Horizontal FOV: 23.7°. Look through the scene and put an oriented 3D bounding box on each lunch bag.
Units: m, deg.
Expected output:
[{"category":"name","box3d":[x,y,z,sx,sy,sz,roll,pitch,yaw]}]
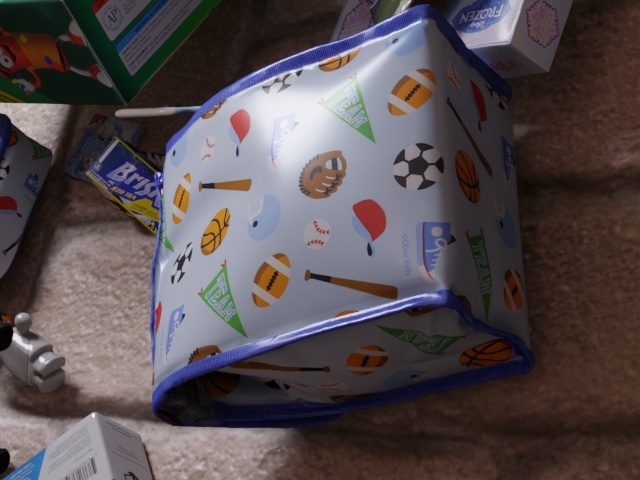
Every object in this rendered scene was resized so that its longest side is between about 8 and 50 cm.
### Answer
[{"category":"lunch bag","box3d":[-0.494,-0.038,1.996,0.303,0.115,0.243,-7,54,43]},{"category":"lunch bag","box3d":[0.000,0.000,1.522,0.385,0.239,0.328,-17,57,26]}]

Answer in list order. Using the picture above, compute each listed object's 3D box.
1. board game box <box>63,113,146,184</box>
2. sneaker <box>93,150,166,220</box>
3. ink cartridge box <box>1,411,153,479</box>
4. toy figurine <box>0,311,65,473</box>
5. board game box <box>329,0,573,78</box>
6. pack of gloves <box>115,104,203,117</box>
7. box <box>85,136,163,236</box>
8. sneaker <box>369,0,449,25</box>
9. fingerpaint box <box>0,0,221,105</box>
[{"category":"board game box","box3d":[-0.277,-0.115,1.954,0.090,0.020,0.090,15,74,41]},{"category":"sneaker","box3d":[-0.185,-0.073,1.813,0.185,0.084,0.069,-17,55,30]},{"category":"ink cartridge box","box3d":[-0.249,0.312,1.631,0.148,0.086,0.203,-36,49,16]},{"category":"toy figurine","box3d":[-0.426,0.157,1.772,0.148,0.213,0.209,31,86,30]},{"category":"board game box","box3d":[0.162,-0.315,1.653,0.318,0.066,0.318,-1,63,54]},{"category":"pack of gloves","box3d":[-0.082,-0.165,1.718,0.232,0.195,0.046,1,96,39]},{"category":"box","box3d":[-0.186,-0.043,1.757,0.169,0.054,0.059,41,93,7]},{"category":"sneaker","box3d":[0.114,-0.287,1.569,0.192,0.064,0.086,-56,38,13]},{"category":"fingerpaint box","box3d":[-0.276,-0.368,1.904,0.371,0.163,0.445,6,47,41]}]
